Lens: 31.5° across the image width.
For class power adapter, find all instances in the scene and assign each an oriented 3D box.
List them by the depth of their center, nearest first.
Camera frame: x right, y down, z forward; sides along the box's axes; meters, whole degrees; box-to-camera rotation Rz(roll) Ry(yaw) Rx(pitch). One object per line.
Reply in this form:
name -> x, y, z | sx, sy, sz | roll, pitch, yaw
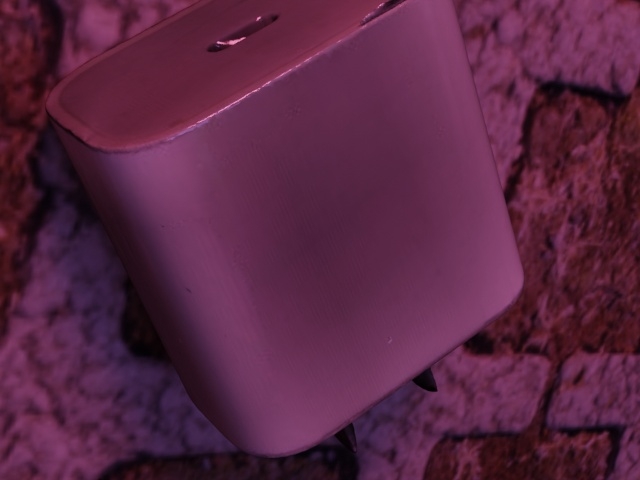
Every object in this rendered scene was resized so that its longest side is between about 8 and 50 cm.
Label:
power adapter -> 0.000, 0.000, 0.582 | 0.187, 0.124, 0.255 | -33, 125, -17
